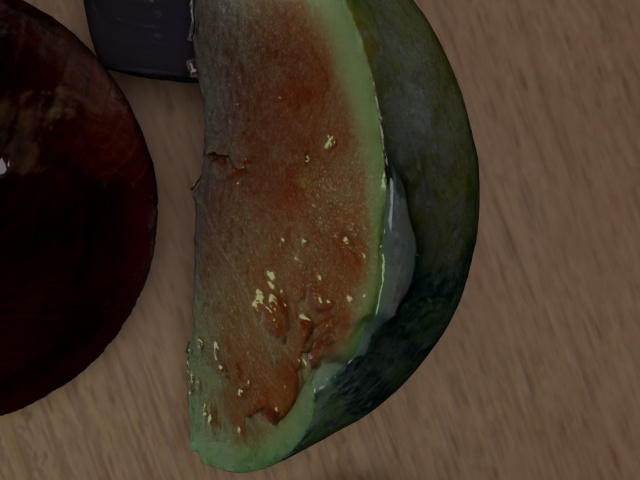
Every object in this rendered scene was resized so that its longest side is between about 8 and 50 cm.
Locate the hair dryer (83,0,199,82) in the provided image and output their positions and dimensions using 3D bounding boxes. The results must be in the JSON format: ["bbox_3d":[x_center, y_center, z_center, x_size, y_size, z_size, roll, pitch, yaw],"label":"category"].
[{"bbox_3d":[-0.203,-0.263,0.624,0.361,0.121,0.301,7,96,1],"label":"hair dryer"}]

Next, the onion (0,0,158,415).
[{"bbox_3d":[-0.223,-0.001,0.566,0.272,0.195,0.272,-4,112,-10],"label":"onion"}]

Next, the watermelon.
[{"bbox_3d":[0.000,0.000,0.602,0.180,0.224,0.305,8,105,11],"label":"watermelon"}]
